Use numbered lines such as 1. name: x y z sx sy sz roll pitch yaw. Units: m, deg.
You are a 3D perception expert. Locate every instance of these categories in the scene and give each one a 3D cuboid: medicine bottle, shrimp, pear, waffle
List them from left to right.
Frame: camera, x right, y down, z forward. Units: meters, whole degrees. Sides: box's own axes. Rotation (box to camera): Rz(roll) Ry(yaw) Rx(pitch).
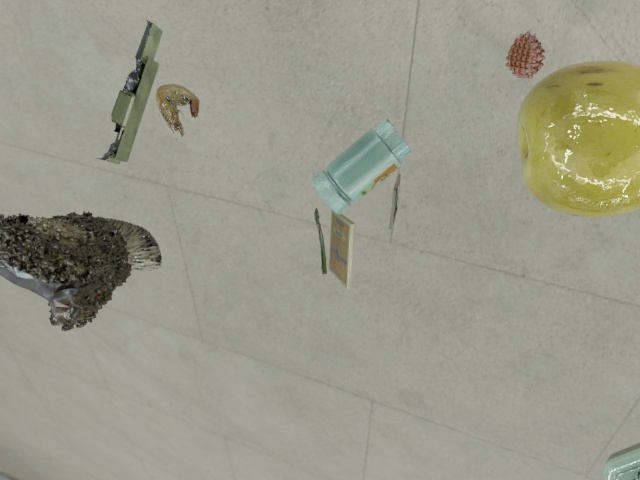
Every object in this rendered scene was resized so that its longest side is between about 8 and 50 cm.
1. shrimp: -0.320 -0.297 1.173 0.045 0.095 0.162 -49 57 41
2. medicine bottle: 0.137 -0.241 1.676 0.318 0.158 0.158 -39 105 13
3. waffle: 0.381 -0.343 0.951 0.075 0.029 0.083 64 155 16
4. pear: 0.597 -0.216 1.112 0.348 0.348 0.348 15 132 17

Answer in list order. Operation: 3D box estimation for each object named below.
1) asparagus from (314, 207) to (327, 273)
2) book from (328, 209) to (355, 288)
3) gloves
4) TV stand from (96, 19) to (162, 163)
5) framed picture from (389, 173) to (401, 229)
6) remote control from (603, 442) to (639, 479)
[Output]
1. asparagus: 0.000 0.000 1.228 0.016 0.016 0.162 -16 80 52
2. book: 0.070 0.027 1.771 0.170 0.018 0.241 -137 45 -59
3. gloves: -0.390 0.030 0.810 0.210 0.312 0.135 35 99 15
4. TV stand: -0.323 -0.251 0.883 0.042 0.036 0.249 20 92 18
5. framed picture: 0.199 -0.106 1.360 0.011 0.149 0.109 8 114 10
6. remote control: 0.510 0.254 0.596 0.128 0.066 0.335 54 129 16
